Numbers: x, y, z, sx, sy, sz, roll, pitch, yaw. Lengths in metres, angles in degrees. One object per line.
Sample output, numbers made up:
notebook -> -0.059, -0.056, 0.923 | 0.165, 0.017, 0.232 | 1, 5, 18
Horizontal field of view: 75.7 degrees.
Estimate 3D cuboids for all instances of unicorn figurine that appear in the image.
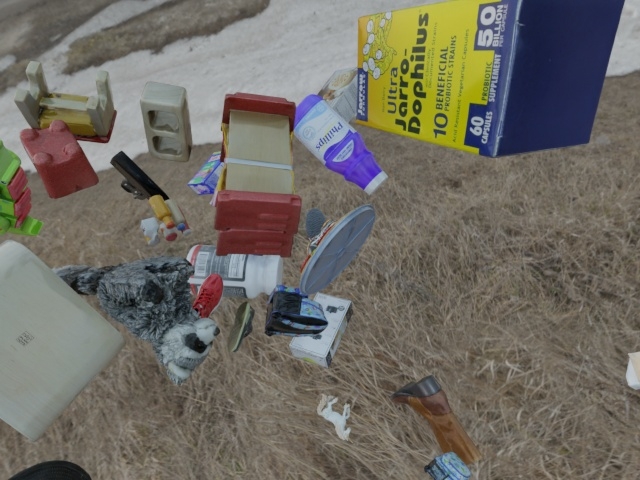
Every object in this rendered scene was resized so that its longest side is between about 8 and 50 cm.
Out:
unicorn figurine -> 0.060, 0.604, 1.407 | 0.162, 0.060, 0.111 | 22, 57, 18

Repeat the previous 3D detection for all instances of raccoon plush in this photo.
raccoon plush -> -0.484, 0.206, 1.113 | 0.447, 0.298, 0.216 | 3, 18, 24

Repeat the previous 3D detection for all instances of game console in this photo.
game console -> -0.667, -0.206, 1.483 | 0.044, 0.213, 0.361 | -50, 24, -21

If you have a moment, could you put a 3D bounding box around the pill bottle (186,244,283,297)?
pill bottle -> -0.346, 0.130, 1.686 | 0.364, 0.210, 0.210 | 4, 61, 3

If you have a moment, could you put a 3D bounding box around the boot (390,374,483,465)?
boot -> 0.375, 0.606, 1.371 | 0.096, 0.264, 0.280 | -19, 71, -38

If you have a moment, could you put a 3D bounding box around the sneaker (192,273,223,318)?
sneaker -> -0.371, 0.201, 1.333 | 0.087, 0.128, 0.221 | 20, 68, -10

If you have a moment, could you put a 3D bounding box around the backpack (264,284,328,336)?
backpack -> -0.066, 0.213, 1.203 | 0.174, 0.158, 0.116 | 10, 54, -12

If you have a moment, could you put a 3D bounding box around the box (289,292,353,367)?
box -> 0.008, 0.373, 1.743 | 0.169, 0.087, 0.289 | 11, 48, 22

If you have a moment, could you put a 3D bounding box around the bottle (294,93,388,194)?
bottle -> 0.047, -0.234, 1.034 | 0.118, 0.092, 0.283 | -45, 86, 12

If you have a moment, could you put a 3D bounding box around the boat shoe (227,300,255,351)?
boat shoe -> -0.300, 0.342, 1.612 | 0.080, 0.073, 0.223 | -34, 31, 31

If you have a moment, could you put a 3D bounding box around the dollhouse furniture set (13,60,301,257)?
dollhouse furniture set -> -0.218, -0.104, 0.596 | 0.375, 0.152, 0.201 | 4, 59, -12

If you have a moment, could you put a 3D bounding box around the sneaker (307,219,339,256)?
sneaker -> 0.020, -0.001, 1.633 | 0.083, 0.084, 0.214 | -13, 45, 60

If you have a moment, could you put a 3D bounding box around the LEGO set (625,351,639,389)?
LEGO set -> 0.504, 0.234, 0.537 | 0.132, 0.286, 0.107 | -39, 23, -27

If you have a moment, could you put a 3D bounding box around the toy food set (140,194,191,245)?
toy food set -> -0.467, -0.036, 1.255 | 0.111, 0.232, 0.104 | -20, 70, -40

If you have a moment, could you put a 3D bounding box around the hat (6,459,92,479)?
hat -> -0.705, 0.700, 0.967 | 0.134, 0.331, 0.331 | -14, 55, 29

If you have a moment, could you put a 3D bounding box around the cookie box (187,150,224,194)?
cookie box -> -0.246, -0.159, 0.957 | 0.092, 0.040, 0.107 | 5, 55, 50

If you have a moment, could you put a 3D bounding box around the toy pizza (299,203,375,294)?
toy pizza -> 0.026, 0.014, 0.741 | 0.032, 0.201, 0.201 | 39, 79, 19

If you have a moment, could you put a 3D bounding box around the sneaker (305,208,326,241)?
sneaker -> 0.000, 0.000, 2.071 | 0.112, 0.131, 0.318 | -14, 80, 1

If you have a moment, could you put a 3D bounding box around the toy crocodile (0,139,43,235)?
toy crocodile -> -0.715, -0.105, 0.939 | 0.105, 0.340, 0.115 | 19, 53, -18

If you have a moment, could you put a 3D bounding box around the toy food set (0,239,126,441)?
toy food set -> -0.543, 0.178, 0.749 | 0.093, 0.306, 0.219 | -15, 30, 45

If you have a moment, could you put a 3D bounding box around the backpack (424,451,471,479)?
backpack -> 0.368, 0.656, 1.148 | 0.084, 0.105, 0.114 | -51, 50, 11

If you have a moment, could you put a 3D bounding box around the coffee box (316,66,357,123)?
coffee box -> 0.064, -0.501, 1.478 | 0.141, 0.098, 0.246 | 13, 62, 45

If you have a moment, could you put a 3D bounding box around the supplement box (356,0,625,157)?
supplement box -> 0.228, -0.270, 0.667 | 0.196, 0.194, 0.356 | -11, 26, -23
